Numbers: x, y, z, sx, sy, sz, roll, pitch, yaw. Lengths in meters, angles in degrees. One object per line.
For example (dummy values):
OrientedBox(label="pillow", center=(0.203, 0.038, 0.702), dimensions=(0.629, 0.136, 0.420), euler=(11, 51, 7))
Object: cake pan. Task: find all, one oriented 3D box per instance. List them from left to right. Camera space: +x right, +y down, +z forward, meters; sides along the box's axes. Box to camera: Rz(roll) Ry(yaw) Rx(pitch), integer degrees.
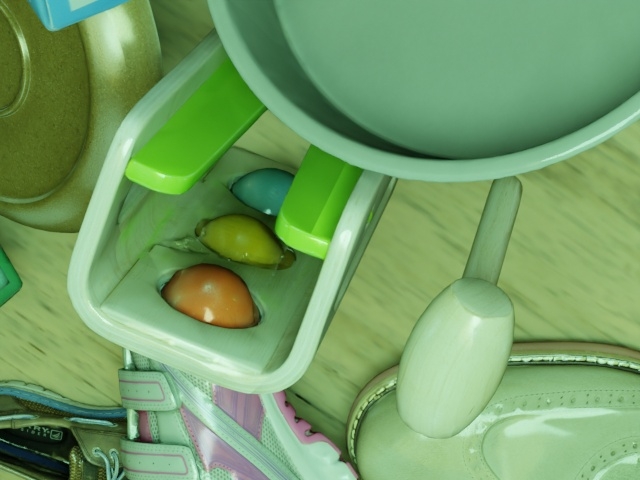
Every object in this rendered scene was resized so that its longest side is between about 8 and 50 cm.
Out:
OrientedBox(label="cake pan", center=(0.081, -0.167, 0.902), dimensions=(0.293, 0.054, 0.293), euler=(-5, 78, 22))

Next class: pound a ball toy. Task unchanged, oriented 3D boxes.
OrientedBox(label="pound a ball toy", center=(0.000, 0.000, 0.966), dimensions=(0.208, 0.319, 0.135), euler=(22, 113, 2))

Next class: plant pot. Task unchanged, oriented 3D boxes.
OrientedBox(label="plant pot", center=(-0.184, -0.112, 1.057), dimensions=(0.236, 0.032, 0.236), euler=(19, 120, 37))

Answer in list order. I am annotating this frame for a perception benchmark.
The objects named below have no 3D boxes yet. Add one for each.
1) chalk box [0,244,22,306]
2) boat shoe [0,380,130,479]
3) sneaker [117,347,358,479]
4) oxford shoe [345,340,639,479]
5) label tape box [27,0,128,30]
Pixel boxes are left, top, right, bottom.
OrientedBox(label="chalk box", center=(-0.312, 0.018, 1.069), dimensions=(0.289, 0.180, 0.179), euler=(-20, 106, 39))
OrientedBox(label="boat shoe", center=(-0.144, 0.143, 1.185), dimensions=(0.183, 0.066, 0.066), euler=(10, 112, 8))
OrientedBox(label="sneaker", center=(-0.075, 0.110, 1.115), dimensions=(0.111, 0.103, 0.252), euler=(-37, 97, -19))
OrientedBox(label="oxford shoe", center=(0.202, 0.161, 1.078), dimensions=(0.397, 0.146, 0.140), euler=(10, 114, 9))
OrientedBox(label="label tape box", center=(-0.181, -0.308, 0.891), dimensions=(0.115, 0.347, 0.249), euler=(-26, 147, -13))
